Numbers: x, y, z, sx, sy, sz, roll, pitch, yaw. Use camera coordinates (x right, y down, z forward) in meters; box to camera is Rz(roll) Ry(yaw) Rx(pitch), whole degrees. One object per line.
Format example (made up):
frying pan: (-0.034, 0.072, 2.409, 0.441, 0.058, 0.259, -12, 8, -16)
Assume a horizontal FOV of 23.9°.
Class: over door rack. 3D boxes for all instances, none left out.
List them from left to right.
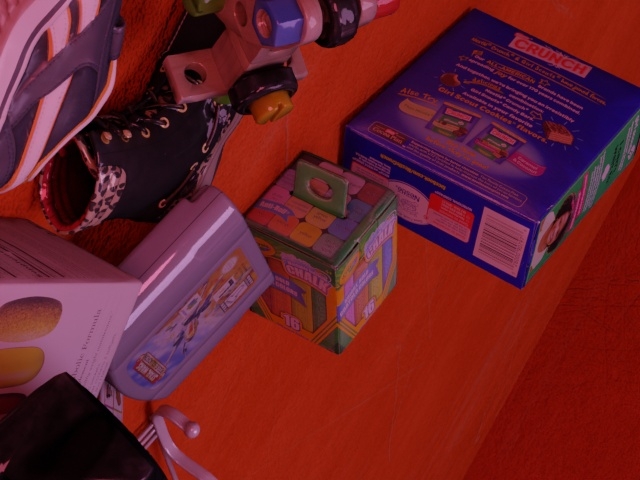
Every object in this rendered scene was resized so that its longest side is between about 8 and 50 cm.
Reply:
over door rack: (-0.203, 0.367, 1.691, 0.239, 0.108, 0.324, -47, 153, -33)

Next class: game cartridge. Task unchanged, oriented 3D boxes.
game cartridge: (-0.140, 0.064, 1.471, 0.198, 0.062, 0.297, -51, 167, -8)

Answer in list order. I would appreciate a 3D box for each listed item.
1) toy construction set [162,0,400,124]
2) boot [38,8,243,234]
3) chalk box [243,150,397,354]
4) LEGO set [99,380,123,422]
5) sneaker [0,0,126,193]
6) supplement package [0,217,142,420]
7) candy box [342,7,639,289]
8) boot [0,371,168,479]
toy construction set: (-0.041, -0.244, 1.244, 0.309, 0.257, 0.237, -45, 174, -29)
boot: (-0.147, -0.113, 1.321, 0.178, 0.085, 0.236, -15, 129, -59)
chalk box: (0.000, 0.000, 1.703, 0.132, 0.132, 0.213, -49, 153, -31)
LEGO set: (-0.247, 0.236, 1.452, 0.182, 0.060, 0.244, 43, 43, -67)
sneaker: (-0.203, -0.176, 1.085, 0.127, 0.126, 0.321, -2, 127, -60)
supplement package: (-0.275, 0.066, 1.173, 0.244, 0.133, 0.139, 1, 113, -65)
candy box: (0.218, -0.122, 1.862, 0.317, 0.268, 0.122, -44, 154, -38)
boot: (-0.247, 0.285, 1.118, 0.367, 0.146, 0.445, -59, 180, -11)
